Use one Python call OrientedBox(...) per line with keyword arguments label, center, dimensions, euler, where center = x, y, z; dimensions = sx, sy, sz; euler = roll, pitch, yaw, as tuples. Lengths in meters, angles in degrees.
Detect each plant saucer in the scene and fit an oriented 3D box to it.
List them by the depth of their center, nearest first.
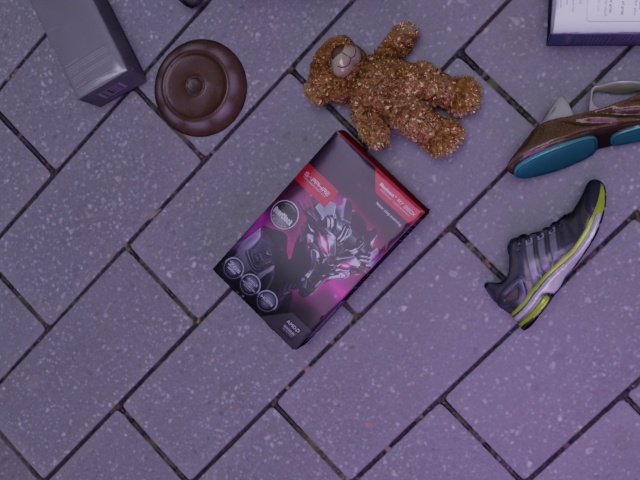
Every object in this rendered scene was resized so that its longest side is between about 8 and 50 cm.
OrientedBox(label="plant saucer", center=(-0.247, -0.309, 1.632), dimensions=(0.199, 0.036, 0.198), euler=(0, 91, 11))

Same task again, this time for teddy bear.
OrientedBox(label="teddy bear", center=(0.134, -0.284, 1.516), dimensions=(0.338, 0.113, 0.245), euler=(42, 96, 8))

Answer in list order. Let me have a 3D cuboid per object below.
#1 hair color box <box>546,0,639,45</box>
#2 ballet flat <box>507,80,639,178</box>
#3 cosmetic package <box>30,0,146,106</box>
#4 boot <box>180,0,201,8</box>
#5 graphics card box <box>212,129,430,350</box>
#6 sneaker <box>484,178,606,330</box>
OrientedBox(label="hair color box", center=(0.595, -0.442, 1.416), dimensions=(0.374, 0.113, 0.185), euler=(3, 92, 12))
OrientedBox(label="ballet flat", center=(0.491, -0.215, 1.453), dimensions=(0.342, 0.116, 0.124), euler=(-18, 67, 11))
OrientedBox(label="cosmetic package", center=(-0.470, -0.408, 1.644), dimensions=(0.127, 0.107, 0.238), euler=(-26, 83, 11))
OrientedBox(label="boot", center=(-0.225, -0.592, 1.579), dimensions=(0.161, 0.083, 0.246), euler=(-8, 88, 26))
OrientedBox(label="graphics card box", center=(0.000, 0.000, 1.559), dimensions=(0.233, 0.094, 0.371), euler=(44, 100, 7))
OrientedBox(label="sneaker", center=(0.410, 0.012, 1.469), dimensions=(0.121, 0.111, 0.300), euler=(34, 96, 13))
